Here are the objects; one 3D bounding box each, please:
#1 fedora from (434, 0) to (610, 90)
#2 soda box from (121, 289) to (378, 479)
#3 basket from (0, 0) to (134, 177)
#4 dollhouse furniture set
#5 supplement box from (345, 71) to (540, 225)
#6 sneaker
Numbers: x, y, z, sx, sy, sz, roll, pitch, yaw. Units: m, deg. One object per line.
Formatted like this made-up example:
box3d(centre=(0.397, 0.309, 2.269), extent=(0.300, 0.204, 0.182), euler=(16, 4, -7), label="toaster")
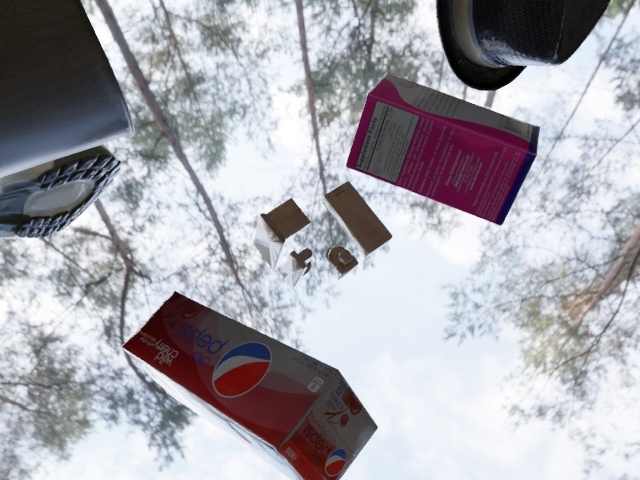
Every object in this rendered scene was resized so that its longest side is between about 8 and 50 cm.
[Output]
box3d(centre=(0.305, -0.362, 1.001), extent=(0.334, 0.334, 0.153), euler=(-47, -136, -17), label="fedora")
box3d(centre=(-0.077, 0.135, 0.687), extent=(0.263, 0.092, 0.083), euler=(16, -123, 47), label="soda box")
box3d(centre=(-0.241, -0.090, 0.355), extent=(0.227, 0.204, 0.154), euler=(-31, -145, -15), label="basket")
box3d(centre=(0.000, 0.000, 1.153), extent=(0.151, 0.123, 0.144), euler=(-33, -102, -21), label="dollhouse furniture set")
box3d(centre=(0.160, -0.124, 0.953), extent=(0.220, 0.113, 0.111), euler=(23, -149, 7), label="supplement box")
box3d(centre=(-0.414, -0.085, 0.768), extent=(0.182, 0.410, 0.158), euler=(43, -68, 14), label="sneaker")
